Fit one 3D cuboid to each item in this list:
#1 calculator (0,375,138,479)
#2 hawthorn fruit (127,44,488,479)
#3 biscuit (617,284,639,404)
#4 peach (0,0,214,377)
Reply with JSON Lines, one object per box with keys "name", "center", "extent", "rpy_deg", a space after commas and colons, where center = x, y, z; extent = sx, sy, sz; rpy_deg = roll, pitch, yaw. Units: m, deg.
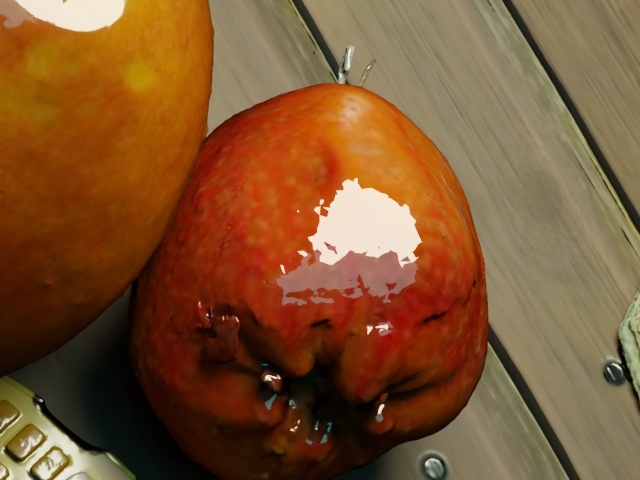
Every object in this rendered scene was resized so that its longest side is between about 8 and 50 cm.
{"name": "calculator", "center": [-0.168, 0.173, 0.908], "extent": [0.236, 0.033, 0.157], "rpy_deg": [44, 57, 3]}
{"name": "hawthorn fruit", "center": [0.000, 0.000, 0.973], "extent": [0.211, 0.211, 0.299], "rpy_deg": [18, 51, -16]}
{"name": "biscuit", "center": [0.315, 0.122, 1.144], "extent": [0.250, 0.046, 0.147], "rpy_deg": [38, 57, -4]}
{"name": "peach", "center": [-0.225, -0.094, 0.846], "extent": [0.342, 0.301, 0.343], "rpy_deg": [10, 63, -21]}
